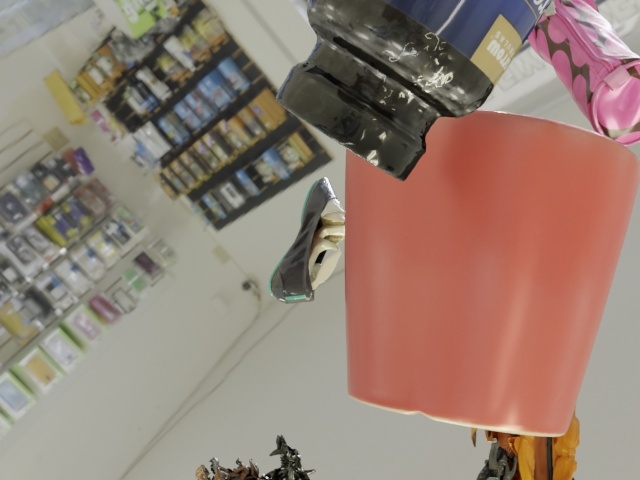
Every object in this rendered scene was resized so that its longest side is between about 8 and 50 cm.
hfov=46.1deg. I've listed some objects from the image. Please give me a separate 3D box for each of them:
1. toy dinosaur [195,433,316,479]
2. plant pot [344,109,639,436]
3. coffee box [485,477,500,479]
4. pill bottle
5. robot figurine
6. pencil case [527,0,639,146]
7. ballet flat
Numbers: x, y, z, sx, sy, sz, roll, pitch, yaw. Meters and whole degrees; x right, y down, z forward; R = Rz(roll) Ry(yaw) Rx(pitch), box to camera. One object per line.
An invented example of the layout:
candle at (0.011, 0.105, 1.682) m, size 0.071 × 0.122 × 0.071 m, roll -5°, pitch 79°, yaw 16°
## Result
toy dinosaur at (-0.122, 0.556, 1.640) m, size 0.218 × 0.322 × 0.164 m, roll -45°, pitch -135°, yaw 0°
plant pot at (0.139, 0.039, 0.686) m, size 0.275 × 0.275 × 0.243 m, roll 170°, pitch -70°, yaw -67°
coffee box at (0.171, 0.374, 0.856) m, size 0.184 × 0.113 × 0.040 m, roll -40°, pitch 169°, yaw -14°
pill bottle at (0.069, -0.150, 0.435) m, size 0.219 × 0.123 × 0.123 m, roll -58°, pitch -170°, yaw 9°
robot figurine at (0.278, 0.294, 1.017) m, size 0.085 × 0.211 × 0.291 m, roll -26°, pitch -135°, yaw 49°
pencil case at (0.277, -0.188, 0.772) m, size 0.095 × 0.098 × 0.209 m, roll -26°, pitch -142°, yaw 10°
ballet flat at (0.000, 0.000, 0.975) m, size 0.074 × 0.074 × 0.203 m, roll -27°, pitch -149°, yaw 47°
